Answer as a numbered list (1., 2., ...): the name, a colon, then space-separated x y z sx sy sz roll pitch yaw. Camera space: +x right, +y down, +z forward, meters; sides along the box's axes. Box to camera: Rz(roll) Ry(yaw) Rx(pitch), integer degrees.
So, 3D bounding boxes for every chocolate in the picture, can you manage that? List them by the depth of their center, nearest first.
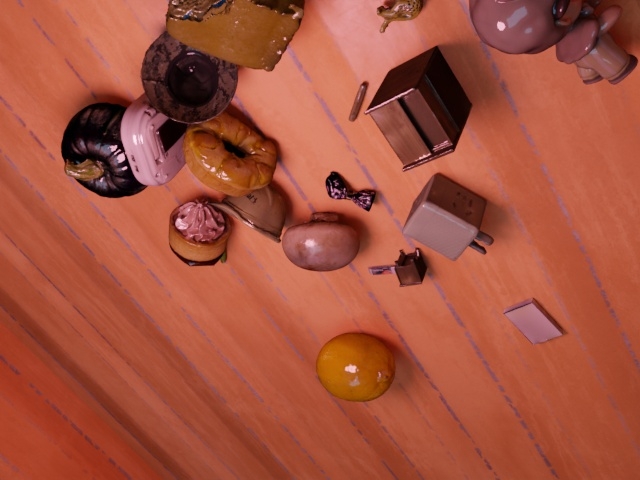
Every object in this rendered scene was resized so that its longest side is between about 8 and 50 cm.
1. chocolate: 0.081 -0.133 1.859 0.147 0.072 0.070 26 176 13

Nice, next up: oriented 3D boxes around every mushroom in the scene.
1. mushroom: 0.000 0.000 1.933 0.226 0.178 0.226 -7 166 -2

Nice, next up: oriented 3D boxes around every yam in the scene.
1. yam: 0.094 -0.349 1.683 0.021 0.021 0.116 25 136 4

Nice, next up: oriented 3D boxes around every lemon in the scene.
1. lemon: 0.116 0.419 2.202 0.263 0.236 0.236 27 137 22

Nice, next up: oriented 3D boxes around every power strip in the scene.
1. power strip: 0.351 -0.047 1.746 0.224 0.140 0.139 28 134 -2

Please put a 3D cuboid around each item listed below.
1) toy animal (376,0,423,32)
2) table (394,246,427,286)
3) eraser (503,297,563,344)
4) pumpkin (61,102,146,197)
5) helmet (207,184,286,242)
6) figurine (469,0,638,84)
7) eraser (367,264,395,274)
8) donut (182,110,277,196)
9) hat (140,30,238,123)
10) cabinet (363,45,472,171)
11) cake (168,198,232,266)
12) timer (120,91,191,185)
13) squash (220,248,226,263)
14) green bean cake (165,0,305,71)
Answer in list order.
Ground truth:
1. toy animal: 0.188 -0.540 1.440 0.136 0.073 0.181 4 127 12
2. table: 0.259 0.075 1.938 0.070 0.083 0.082 -10 117 28
3. eraser: 0.624 0.239 1.949 0.150 0.023 0.104 44 133 -16
4. pumpkin: -0.622 -0.243 1.938 0.295 0.296 0.296 13 133 14
5. helmet: -0.191 -0.108 1.953 0.257 0.137 0.204 29 179 33
6. figurine: 0.450 -0.438 1.322 0.380 0.248 0.203 28 117 -16
7. eraser: 0.190 0.091 2.026 0.099 0.019 0.027 -7 125 29
8. donut: -0.251 -0.229 1.808 0.261 0.208 0.128 33 142 -19
9. hat: -0.331 -0.413 1.744 0.265 0.265 0.128 23 171 5
10. cabinet: 0.225 -0.300 1.527 0.148 0.215 0.175 -20 118 37
11. cake: -0.363 -0.044 2.048 0.208 0.185 0.178 48 140 12
12. timer: -0.433 -0.288 1.814 0.087 0.262 0.237 8 132 18
13. squash: -0.326 0.045 2.226 0.027 0.027 0.089 14 135 13
14. green bean cake: -0.184 -0.550 1.475 0.285 0.202 0.310 19 162 -20
